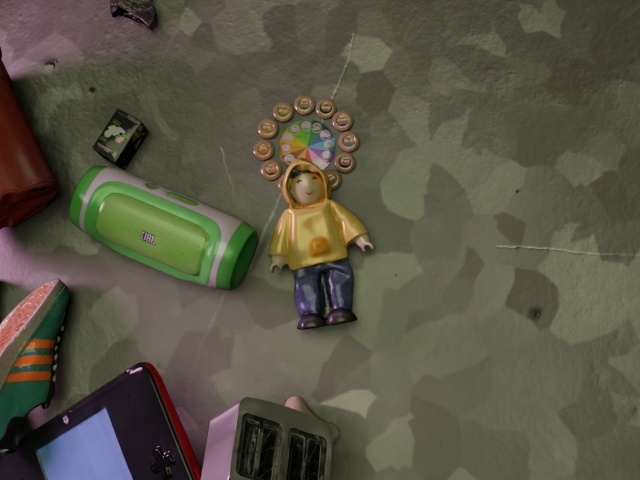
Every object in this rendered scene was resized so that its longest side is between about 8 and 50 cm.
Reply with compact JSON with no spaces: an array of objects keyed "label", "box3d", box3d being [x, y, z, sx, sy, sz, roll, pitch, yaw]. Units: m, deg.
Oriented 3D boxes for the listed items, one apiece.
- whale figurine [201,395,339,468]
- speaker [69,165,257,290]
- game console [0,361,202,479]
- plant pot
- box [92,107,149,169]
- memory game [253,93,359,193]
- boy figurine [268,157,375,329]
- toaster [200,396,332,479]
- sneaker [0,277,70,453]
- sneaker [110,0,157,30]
[{"label":"whale figurine","box3d":[-0.088,0.379,1.632,0.216,0.141,0.272,36,61,7]},{"label":"speaker","box3d":[-0.260,-0.022,1.710,0.296,0.131,0.131,22,82,9]},{"label":"game console","box3d":[-0.330,0.415,1.587,0.386,0.060,0.342,-33,77,27]},{"label":"plant pot","box3d":[-0.586,-0.151,1.709,0.272,0.272,0.265,-32,86,-1]},{"label":"box","box3d":[-0.344,-0.174,1.777,0.052,0.062,0.083,31,83,8]},{"label":"memory game","box3d":[-0.024,-0.163,1.771,0.186,0.012,0.186,-1,80,5]},{"label":"boy figurine","box3d":[0.000,0.000,1.695,0.177,0.092,0.285,-7,85,4]},{"label":"toaster","box3d":[-0.078,0.326,1.492,0.168,0.110,0.186,23,51,-23]},{"label":"sneaker","box3d":[-0.483,0.207,1.694,0.121,0.108,0.302,44,56,-29]},{"label":"sneaker","box3d":[-0.360,-0.440,1.834,0.170,0.051,0.089,21,77,5]}]
